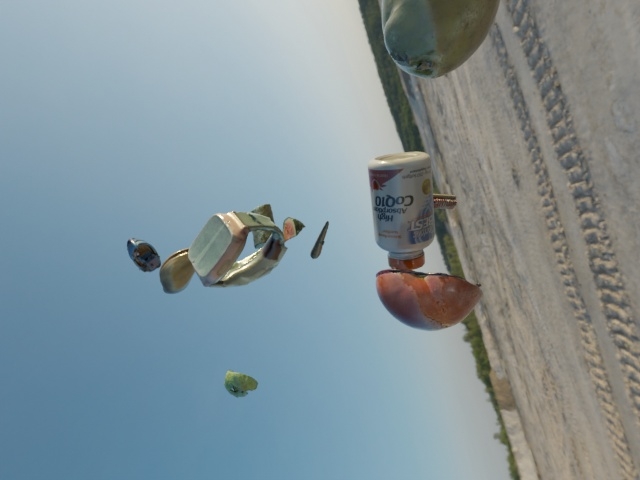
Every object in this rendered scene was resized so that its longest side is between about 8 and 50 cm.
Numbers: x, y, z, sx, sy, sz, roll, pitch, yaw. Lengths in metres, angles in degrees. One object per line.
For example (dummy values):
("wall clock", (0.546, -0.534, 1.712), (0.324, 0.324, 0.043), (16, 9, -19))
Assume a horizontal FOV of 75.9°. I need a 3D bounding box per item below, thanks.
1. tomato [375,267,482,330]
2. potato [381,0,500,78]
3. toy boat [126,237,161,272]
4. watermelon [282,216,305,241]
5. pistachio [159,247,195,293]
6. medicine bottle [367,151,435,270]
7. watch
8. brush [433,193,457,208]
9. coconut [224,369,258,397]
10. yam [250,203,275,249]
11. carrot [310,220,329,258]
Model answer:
("tomato", (0.227, 0.141, 0.893), (0.199, 0.227, 0.112), (41, -123, -56))
("potato", (0.249, -0.505, 0.848), (0.243, 0.220, 0.327), (-1, -81, -39))
("toy boat", (-0.699, 0.068, 1.637), (0.097, 0.100, 0.223), (38, 159, 17))
("watermelon", (-0.096, -0.045, 1.579), (0.163, 0.068, 0.087), (160, 107, -65))
("pistachio", (-0.502, 0.107, 1.464), (0.124, 0.185, 0.124), (44, 177, 3))
("medicine bottle", (0.212, -0.072, 1.056), (0.157, 0.156, 0.289), (-59, -37, -68))
("watch", (-0.234, 0.031, 1.239), (0.241, 0.253, 0.162), (26, -163, -51))
("brush", (0.447, -0.168, 1.769), (0.060, 0.320, 0.050), (109, 155, -43))
("coconut", (-0.357, 0.616, 1.755), (0.133, 0.158, 0.055), (48, -153, -5))
("yam", (-0.246, -0.063, 1.771), (0.107, 0.107, 0.194), (34, -138, -64))
("carrot", (0.000, 0.000, 1.824), (0.255, 0.049, 0.049), (111, 163, -47))
